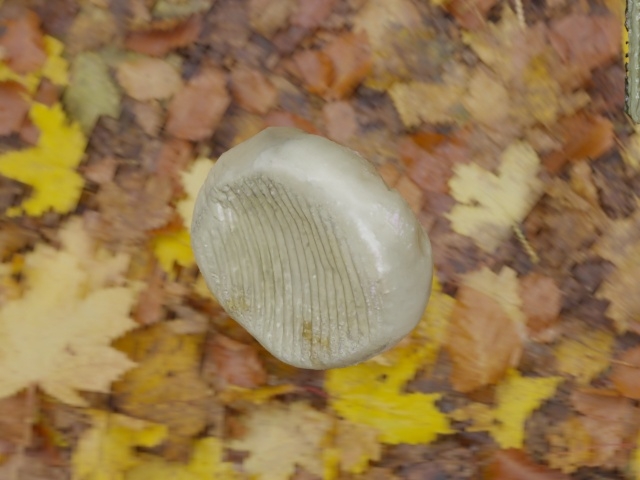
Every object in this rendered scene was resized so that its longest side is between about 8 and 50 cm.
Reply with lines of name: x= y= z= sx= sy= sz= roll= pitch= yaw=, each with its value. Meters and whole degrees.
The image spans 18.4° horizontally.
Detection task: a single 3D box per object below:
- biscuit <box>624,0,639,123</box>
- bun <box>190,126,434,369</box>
biscuit: x=0.320 y=-0.143 z=1.301 sx=0.252 sy=0.052 sz=0.150 roll=2 pitch=91 yaw=-21
bun: x=0.000 y=0.000 z=1.400 sx=0.183 sy=0.102 sz=0.183 roll=16 pitch=124 yaw=25
